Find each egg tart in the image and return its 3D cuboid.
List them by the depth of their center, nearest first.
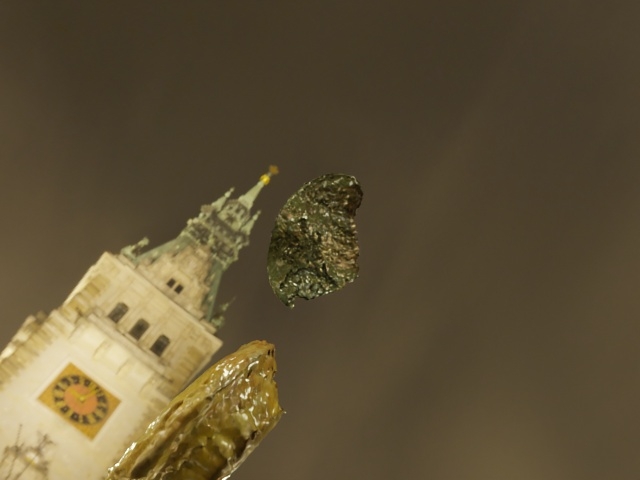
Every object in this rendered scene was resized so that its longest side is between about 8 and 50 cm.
[{"bbox_3d":[-0.093,0.164,0.630,0.074,0.191,0.191,42,-64,7],"label":"egg tart"}]

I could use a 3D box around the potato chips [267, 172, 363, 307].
[{"bbox_3d":[0.000,0.000,0.978,0.142,0.209,0.026,39,-27,6],"label":"potato chips"}]
